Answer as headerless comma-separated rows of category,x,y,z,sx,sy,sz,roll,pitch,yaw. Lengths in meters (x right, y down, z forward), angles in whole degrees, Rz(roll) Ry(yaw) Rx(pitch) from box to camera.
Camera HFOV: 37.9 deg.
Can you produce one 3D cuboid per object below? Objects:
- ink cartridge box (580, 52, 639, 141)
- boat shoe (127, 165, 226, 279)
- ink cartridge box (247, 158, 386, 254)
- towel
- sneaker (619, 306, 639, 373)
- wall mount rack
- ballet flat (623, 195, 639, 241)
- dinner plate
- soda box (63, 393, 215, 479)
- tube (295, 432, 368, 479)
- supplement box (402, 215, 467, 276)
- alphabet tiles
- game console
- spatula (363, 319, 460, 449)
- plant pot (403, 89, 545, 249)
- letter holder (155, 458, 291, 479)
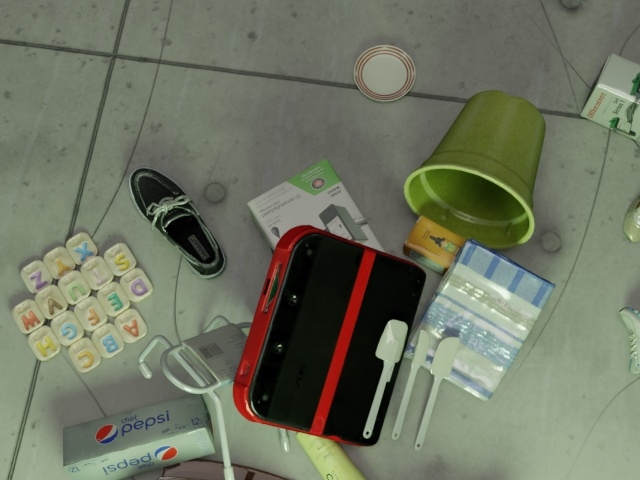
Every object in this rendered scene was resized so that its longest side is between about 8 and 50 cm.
ink cartridge box,0.689,-0.291,2.007,0.219,0.160,0.092,26,75,10
boat shoe,-0.315,-0.049,1.993,0.113,0.105,0.306,-33,75,-8
ink cartridge box,0.000,0.000,1.962,0.198,0.115,0.273,-30,75,-7
towel,0.317,0.162,1.895,0.209,0.034,0.285,30,98,10
sneaker,0.656,0.226,1.898,0.083,0.071,0.190,-30,74,-1
wall mount rack,-0.182,0.294,1.817,0.304,0.350,0.130,46,116,17
ballet flat,0.698,-0.077,1.996,0.057,0.052,0.168,26,76,9
dinner plate,0.146,-0.379,2.126,0.141,0.017,0.141,-1,73,3
soda box,-0.359,0.397,1.849,0.286,0.091,0.098,-15,42,-3
tube,0.043,0.466,1.851,0.070,0.062,0.240,-42,78,31
supplement box,0.291,0.042,1.961,0.233,0.080,0.078,30,76,9
alphabet tiles,-0.507,0.128,1.989,0.284,0.021,0.278,-33,75,-8
game console,0.023,0.189,1.813,0.342,0.060,0.386,20,85,-33
spatula,0.172,0.290,1.861,0.168,0.019,0.242,17,91,-23
plant pot,0.347,-0.163,1.946,0.276,0.276,0.254,22,63,8
letter holder,-0.186,0.532,1.789,0.302,0.152,0.214,11,72,5
